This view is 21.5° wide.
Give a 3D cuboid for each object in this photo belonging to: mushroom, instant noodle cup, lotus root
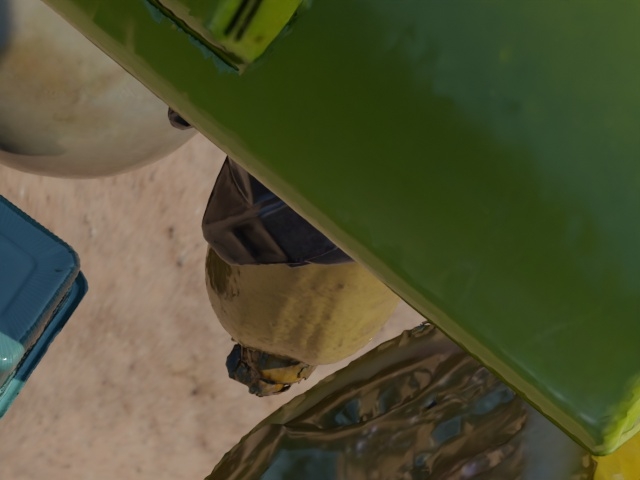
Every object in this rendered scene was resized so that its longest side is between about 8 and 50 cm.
[{"bbox_3d":[-0.223,-0.233,1.449,0.362,0.294,0.362,-13,108,-46],"label":"mushroom"},{"bbox_3d":[-0.272,0.038,1.333,0.157,0.070,0.179,38,51,-11],"label":"instant noodle cup"},{"bbox_3d":[-0.002,-0.002,1.194,0.146,0.303,0.131,18,53,-4],"label":"lotus root"}]

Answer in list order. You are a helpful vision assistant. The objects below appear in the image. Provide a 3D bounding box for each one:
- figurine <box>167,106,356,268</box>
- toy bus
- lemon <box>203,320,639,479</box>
[{"bbox_3d":[0.074,-0.081,0.776,0.308,0.143,0.309,5,107,15],"label":"figurine"},{"bbox_3d":[0.027,-0.076,0.459,0.262,0.150,0.128,39,118,18],"label":"toy bus"},{"bbox_3d":[0.087,0.239,0.799,0.364,0.364,0.364,2,81,-11],"label":"lemon"}]
